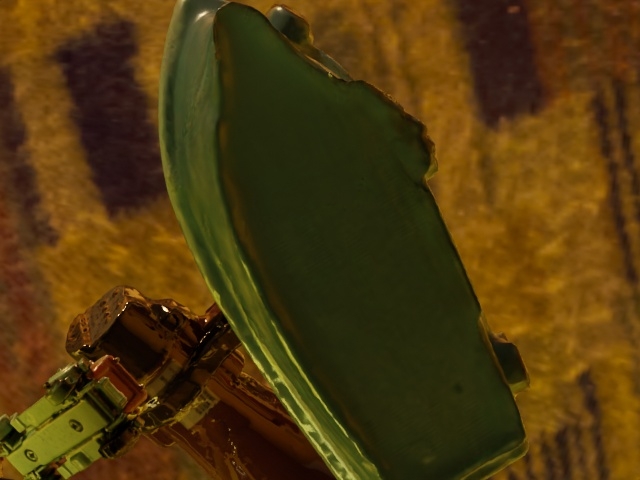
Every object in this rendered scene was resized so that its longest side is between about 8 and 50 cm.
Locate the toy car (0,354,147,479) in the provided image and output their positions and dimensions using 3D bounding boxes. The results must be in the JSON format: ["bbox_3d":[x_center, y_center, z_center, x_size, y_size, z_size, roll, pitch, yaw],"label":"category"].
[{"bbox_3d":[-0.179,0.132,1.093,0.073,0.143,0.054,46,44,-7],"label":"toy car"}]

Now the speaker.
[{"bbox_3d":[-0.073,0.156,1.597,0.259,0.198,0.329,-28,119,24],"label":"speaker"}]

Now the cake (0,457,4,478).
[{"bbox_3d":[-0.382,0.283,1.398,0.150,0.177,0.283,10,50,-2],"label":"cake"}]

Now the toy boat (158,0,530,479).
[{"bbox_3d":[0.000,0.000,0.657,0.109,0.098,0.238,-27,92,-13],"label":"toy boat"}]

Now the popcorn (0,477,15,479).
[{"bbox_3d":[-0.253,0.246,0.938,0.249,0.249,0.225,20,65,-28],"label":"popcorn"}]
